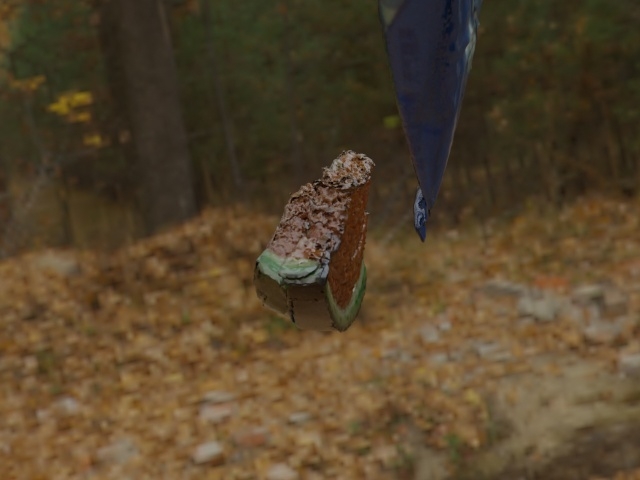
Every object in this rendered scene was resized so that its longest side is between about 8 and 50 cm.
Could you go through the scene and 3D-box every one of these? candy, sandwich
[{"bbox_3d":[0.068,-0.182,1.062,0.077,0.331,0.187,-2,38,7],"label":"candy"},{"bbox_3d":[-0.007,0.009,1.399,0.079,0.159,0.235,10,19,9],"label":"sandwich"}]
